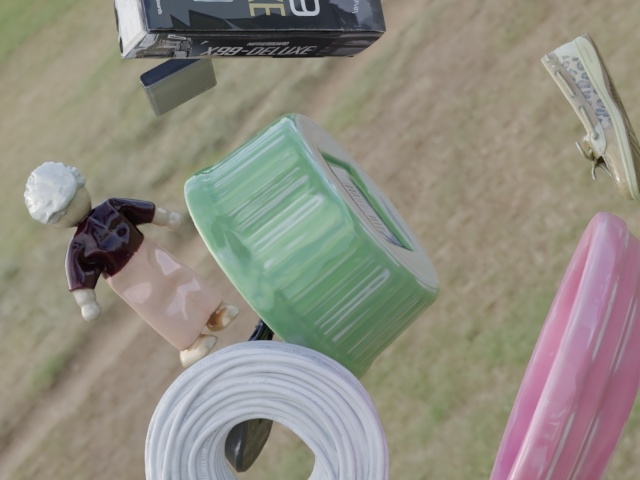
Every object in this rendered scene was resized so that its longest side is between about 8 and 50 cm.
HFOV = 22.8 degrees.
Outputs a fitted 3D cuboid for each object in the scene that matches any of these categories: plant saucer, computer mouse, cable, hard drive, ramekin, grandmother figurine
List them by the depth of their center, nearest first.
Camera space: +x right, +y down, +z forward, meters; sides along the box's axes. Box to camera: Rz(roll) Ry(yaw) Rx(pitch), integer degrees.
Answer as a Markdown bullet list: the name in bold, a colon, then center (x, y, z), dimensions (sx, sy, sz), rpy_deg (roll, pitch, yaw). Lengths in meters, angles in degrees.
- **plant saucer**: center (0.240, 0.140, 1.495), dimensions (0.332, 0.084, 0.332), rpy_deg (21, -90, -84)
- **cable**: center (-0.054, 0.231, 1.645), dimensions (0.257, 0.257, 0.089), rpy_deg (-5, 8, 8)
- **ramekin**: center (0.000, 0.000, 1.800), dimensions (0.148, 0.303, 0.303), rpy_deg (-39, 20, 11)
- **computer mouse**: center (-0.083, 0.167, 2.034), dimensions (0.184, 0.060, 0.262), rpy_deg (-57, -18, -36)
- **hard drive**: center (-0.183, -0.208, 2.065), dimensions (0.094, 0.022, 0.135), rpy_deg (-29, -9, -5)
- **grandmother figurine**: center (-0.275, 0.026, 2.198), dimensions (0.104, 0.342, 0.208), rpy_deg (-30, 20, 47)

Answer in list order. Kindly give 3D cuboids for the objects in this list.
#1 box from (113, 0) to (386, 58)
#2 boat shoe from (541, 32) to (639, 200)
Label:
- **box**: center (-0.084, -0.321, 1.475), dimensions (0.076, 0.242, 0.307), rpy_deg (-31, 65, 60)
- **boat shoe**: center (0.417, -0.175, 2.396), dimensions (0.089, 0.104, 0.285), rpy_deg (-23, 61, 15)
